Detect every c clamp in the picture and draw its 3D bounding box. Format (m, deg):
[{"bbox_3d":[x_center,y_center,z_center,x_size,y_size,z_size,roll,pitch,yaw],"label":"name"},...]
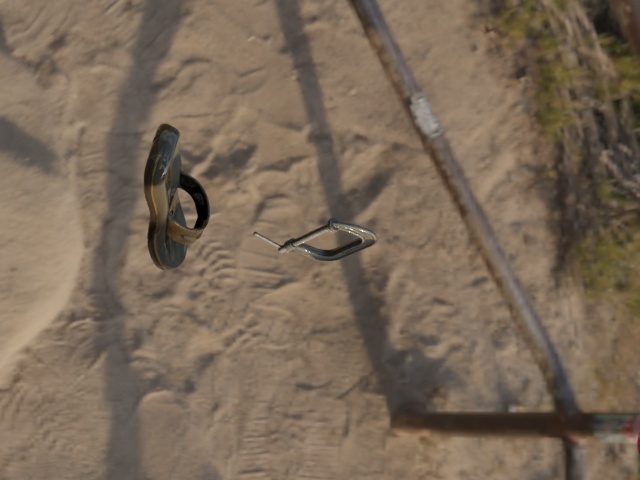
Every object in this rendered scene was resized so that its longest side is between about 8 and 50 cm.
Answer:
[{"bbox_3d":[0.000,0.000,1.646,0.137,0.161,0.022,29,55,-37],"label":"c clamp"}]

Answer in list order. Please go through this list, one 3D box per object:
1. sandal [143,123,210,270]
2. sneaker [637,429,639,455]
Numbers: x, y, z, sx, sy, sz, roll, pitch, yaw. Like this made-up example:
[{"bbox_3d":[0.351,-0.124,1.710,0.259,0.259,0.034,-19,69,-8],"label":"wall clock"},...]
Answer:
[{"bbox_3d":[-0.144,-0.039,1.125,0.060,0.219,0.090,8,54,0],"label":"sandal"},{"bbox_3d":[0.198,0.092,0.398,0.063,0.170,0.074,36,57,-45],"label":"sneaker"}]
